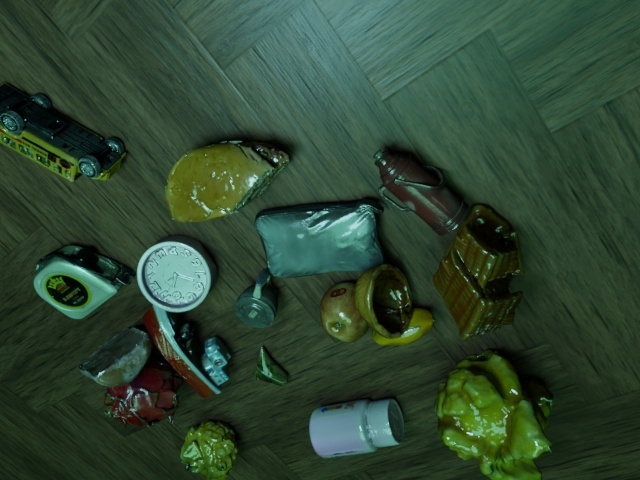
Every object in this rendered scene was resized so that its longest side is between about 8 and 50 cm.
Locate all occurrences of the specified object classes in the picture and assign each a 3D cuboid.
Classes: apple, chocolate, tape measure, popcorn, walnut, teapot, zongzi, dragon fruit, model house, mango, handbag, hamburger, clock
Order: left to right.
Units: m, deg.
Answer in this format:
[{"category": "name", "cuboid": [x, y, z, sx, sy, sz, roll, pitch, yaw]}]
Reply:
[{"category": "tape measure", "cuboid": [-0.680, 0.096, 1.506, 0.235, 0.115, 0.207, -33, 114, 25]}, {"category": "chocolate", "cuboid": [-0.575, 0.340, 1.517, 0.303, 0.185, 0.100, -4, 124, 56]}, {"category": "dragon fruit", "cuboid": [-0.523, 0.458, 1.612, 0.192, 0.274, 0.193, 31, 127, 40]}, {"category": "clock", "cuboid": [-0.381, 0.089, 1.412, 0.197, 0.068, 0.197, 1, 105, 2]}, {"category": "popcorn", "cuboid": [-0.373, 0.702, 1.762, 0.189, 0.169, 0.218, 19, 117, 0]}, {"category": "hamburger", "cuboid": [-0.227, -0.138, 1.225, 0.245, 0.155, 0.282, 32, 119, 2]}, {"category": "teapot", "cuboid": [-0.168, 0.147, 1.409, 0.111, 0.108, 0.149, -8, 123, 21]}, {"category": "zongzi", "cuboid": [-0.138, 0.373, 1.580, 0.104, 0.052, 0.113, 14, 111, -4]}, {"category": "handbag", "cuboid": [0.003, 0.000, 1.300, 0.332, 0.075, 0.192, -4, 116, 20]}, {"category": "apple", "cuboid": [0.067, 0.185, 1.358, 0.146, 0.131, 0.146, 9, 125, 12]}, {"category": "walnut", "cuboid": [0.138, 0.140, 1.271, 0.087, 0.167, 0.211, 1, 147, 39]}, {"category": "mango", "cuboid": [0.210, 0.226, 1.368, 0.190, 0.098, 0.075, -22, 105, 31]}, {"category": "model house", "cuboid": [0.362, 0.081, 1.167, 0.219, 0.229, 0.199, 26, 129, -4]}, {"category": "popcorn", "cuboid": [0.430, 0.460, 1.326, 0.290, 0.321, 0.326, -22, 95, 25]}]

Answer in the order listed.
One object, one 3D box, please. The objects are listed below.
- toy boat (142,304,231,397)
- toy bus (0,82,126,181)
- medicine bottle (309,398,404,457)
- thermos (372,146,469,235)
[{"category": "toy boat", "cuboid": [-0.375, 0.295, 1.538, 0.133, 0.145, 0.332, -32, 113, 3]}, {"category": "toy bus", "cuboid": [-0.649, -0.245, 1.280, 0.335, 0.121, 0.123, 30, 132, -5]}, {"category": "medicine bottle", "cuboid": [0.107, 0.549, 1.561, 0.254, 0.152, 0.152, -16, 116, 22]}, {"category": "thermos", "cuboid": [0.204, -0.113, 1.159, 0.232, 0.099, 0.124, 37, 124, -11]}]
